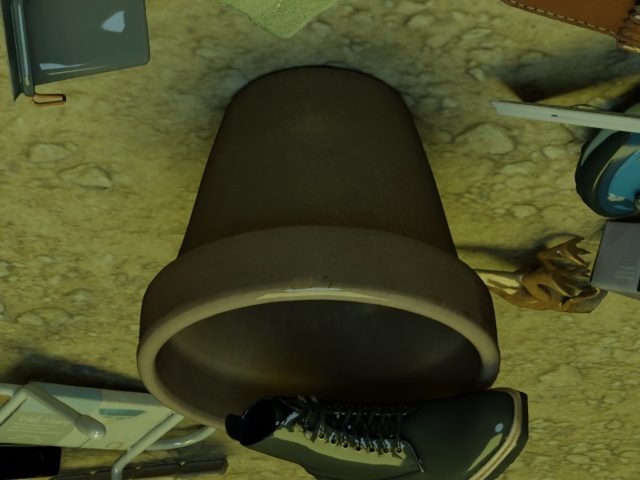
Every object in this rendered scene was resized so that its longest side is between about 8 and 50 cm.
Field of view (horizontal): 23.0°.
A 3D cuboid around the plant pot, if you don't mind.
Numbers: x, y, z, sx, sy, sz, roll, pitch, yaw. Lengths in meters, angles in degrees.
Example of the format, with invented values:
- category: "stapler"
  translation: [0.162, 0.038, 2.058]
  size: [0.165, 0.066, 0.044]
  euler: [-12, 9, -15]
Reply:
- category: "plant pot"
  translation: [0.000, 0.000, 1.187]
  size: [0.263, 0.229, 0.263]
  euler: [1, 151, 0]

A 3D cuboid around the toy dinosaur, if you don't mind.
- category: "toy dinosaur"
  translation: [0.183, 0.041, 1.429]
  size: [0.211, 0.064, 0.112]
  euler: [15, 149, -24]

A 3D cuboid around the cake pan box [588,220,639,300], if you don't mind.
- category: "cake pan box"
  translation: [0.397, 0.049, 1.330]
  size: [0.267, 0.070, 0.246]
  euler: [16, 175, -24]

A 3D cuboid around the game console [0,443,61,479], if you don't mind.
- category: "game console"
  translation: [-0.403, 0.189, 1.721]
  size: [0.213, 0.044, 0.361]
  euler: [0, 151, -3]

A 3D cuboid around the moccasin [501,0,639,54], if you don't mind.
- category: "moccasin"
  translation: [0.285, -0.140, 1.007]
  size: [0.380, 0.147, 0.139]
  euler: [15, 142, -17]

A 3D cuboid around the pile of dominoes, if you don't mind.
- category: "pile of dominoes"
  translation: [-0.226, 0.329, 1.829]
  size: [0.251, 0.196, 0.040]
  euler: [-8, 111, 14]

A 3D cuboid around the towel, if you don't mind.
- category: "towel"
  translation: [-0.018, -0.191, 1.054]
  size: [0.110, 0.027, 0.148]
  euler: [24, 143, -34]

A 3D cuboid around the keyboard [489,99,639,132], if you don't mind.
- category: "keyboard"
  translation: [0.251, -0.084, 1.136]
  size: [0.256, 0.014, 0.072]
  euler: [10, -167, 30]

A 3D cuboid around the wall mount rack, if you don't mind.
- category: "wall mount rack"
  translation: [-0.220, 0.212, 1.631]
  size: [0.350, 0.130, 0.304]
  euler: [9, 145, -37]

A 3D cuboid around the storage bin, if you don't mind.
- category: "storage bin"
  translation: [-0.161, -0.141, 1.038]
  size: [0.091, 0.135, 0.098]
  euler: [-6, 108, -7]

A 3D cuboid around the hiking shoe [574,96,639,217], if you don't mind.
- category: "hiking shoe"
  translation: [0.331, -0.060, 1.175]
  size: [0.304, 0.132, 0.113]
  euler: [-18, 146, 29]

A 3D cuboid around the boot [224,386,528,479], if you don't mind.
- category: "boot"
  translation: [0.039, 0.138, 1.134]
  size: [0.137, 0.077, 0.198]
  euler: [28, 139, -32]
